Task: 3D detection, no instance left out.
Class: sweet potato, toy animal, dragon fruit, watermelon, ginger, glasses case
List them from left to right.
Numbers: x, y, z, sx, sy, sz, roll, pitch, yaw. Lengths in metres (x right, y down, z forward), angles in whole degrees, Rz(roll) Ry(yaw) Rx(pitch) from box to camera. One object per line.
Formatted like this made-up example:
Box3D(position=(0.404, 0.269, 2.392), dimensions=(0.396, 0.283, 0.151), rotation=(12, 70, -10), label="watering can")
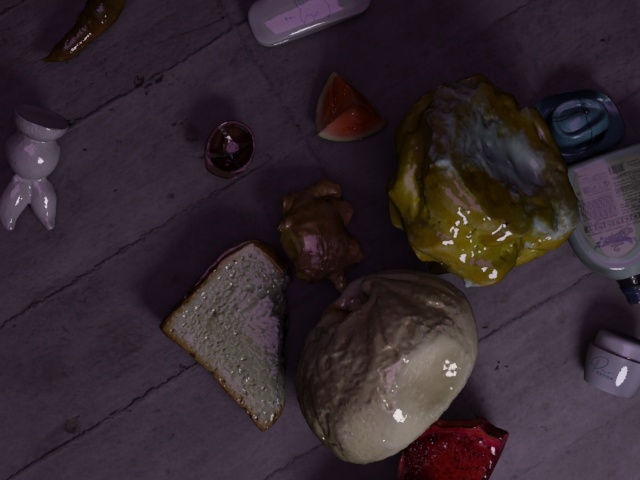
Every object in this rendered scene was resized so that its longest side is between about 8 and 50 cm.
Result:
Box3D(position=(-0.530, -0.135, 1.764), dimensions=(0.103, 0.131, 0.221), rotation=(3, 117, -32), label="toy animal")
Box3D(position=(-0.410, -0.418, 1.778), dimensions=(0.067, 0.067, 0.274), rotation=(44, 90, 0), label="sweet potato")
Box3D(position=(-0.020, -0.431, 1.785), dimensions=(0.233, 0.059, 0.092), rotation=(-19, 87, -2), label="glasses case")
Box3D(position=(0.000, 0.000, 1.752), dimensions=(0.157, 0.102, 0.216), rotation=(-16, 81, -33), label="ginger")
Box3D(position=(0.062, -0.241, 1.765), dimensions=(0.135, 0.094, 0.125), rotation=(15, 80, -5), label="watermelon")
Box3D(position=(0.240, 0.410, 1.726), dimensions=(0.189, 0.163, 0.262), rotation=(1, 117, -41), label="dragon fruit")

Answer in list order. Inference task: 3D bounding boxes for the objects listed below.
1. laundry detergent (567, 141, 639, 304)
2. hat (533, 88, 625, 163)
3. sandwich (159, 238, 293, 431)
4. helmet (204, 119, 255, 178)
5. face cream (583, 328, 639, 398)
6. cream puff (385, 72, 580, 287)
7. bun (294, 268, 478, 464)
Box3D(position=(0.560, -0.026, 1.760), dimensions=(0.215, 0.105, 0.280), rotation=(-19, 87, 0), label="laundry detergent")
Box3D(position=(0.473, -0.218, 1.771), dimensions=(0.191, 0.078, 0.138), rotation=(-16, 70, -3), label="hat")
Box3D(position=(-0.116, 0.162, 1.747), dimensions=(0.254, 0.099, 0.288), rotation=(-43, 89, -1), label="sandwich")
Box3D(position=(-0.168, -0.163, 1.776), dimensions=(0.089, 0.057, 0.111), rotation=(24, 83, -3), label="helmet")
Box3D(position=(0.539, 0.222, 1.749), dimensions=(0.117, 0.117, 0.104), rotation=(19, 95, 0), label="face cream")
Box3D(position=(0.256, -0.076, 1.671), dimensions=(0.378, 0.275, 0.378), rotation=(15, 61, -29), label="cream puff")
Box3D(position=(0.094, 0.196, 1.647), dimensions=(0.227, 0.352, 0.349), rotation=(43, 50, -10), label="bun")
